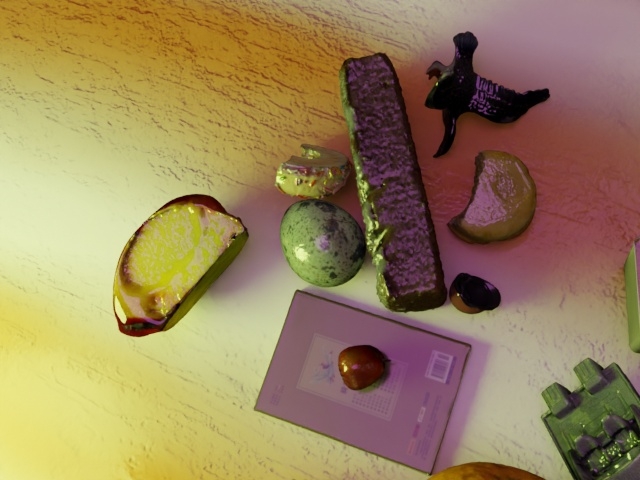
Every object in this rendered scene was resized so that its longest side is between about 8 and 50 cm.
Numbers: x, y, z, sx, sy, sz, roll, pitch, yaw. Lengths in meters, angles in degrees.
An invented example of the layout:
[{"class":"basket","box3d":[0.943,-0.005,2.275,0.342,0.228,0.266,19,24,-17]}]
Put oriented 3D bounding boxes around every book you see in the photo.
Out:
[{"class":"book","box3d":[0.065,0.224,1.308,0.310,0.021,0.217,17,80,17]}]

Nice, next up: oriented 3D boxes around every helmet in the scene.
[{"class":"helmet","box3d":[0.241,0.093,1.286,0.084,0.049,0.065,24,47,-8]}]

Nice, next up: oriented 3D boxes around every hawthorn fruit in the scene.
[{"class":"hawthorn fruit","box3d":[0.063,0.197,1.269,0.077,0.077,0.077,-3,75,12]}]

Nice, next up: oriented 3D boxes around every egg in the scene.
[{"class":"egg","box3d":[0.000,0.000,1.325,0.132,0.132,0.172,-40,55,1]}]

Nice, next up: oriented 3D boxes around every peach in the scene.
[{"class":"peach","box3d":[-0.249,0.041,1.361,0.159,0.154,0.267,38,92,11]}]

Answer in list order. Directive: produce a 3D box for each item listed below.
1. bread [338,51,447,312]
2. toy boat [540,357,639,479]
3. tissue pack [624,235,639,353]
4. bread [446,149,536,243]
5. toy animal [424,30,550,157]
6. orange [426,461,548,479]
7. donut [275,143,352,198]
[{"class":"bread","box3d":[0.112,-0.092,1.307,0.113,0.165,0.416,-12,72,5]},{"class":"toy boat","box3d":[0.411,0.305,1.091,0.141,0.092,0.319,-43,33,18]},{"class":"tissue pack","box3d":[0.578,0.082,1.163,0.246,0.136,0.159,-2,74,12]},{"class":"bread","box3d":[0.288,-0.063,1.300,0.125,0.086,0.156,23,85,8]},{"class":"toy animal","box3d":[0.237,-0.237,1.349,0.272,0.197,0.160,4,50,-29]},{"class":"orange","box3d":[0.228,0.447,1.059,0.312,0.312,0.312,-3,75,12]},{"class":"donut","box3d":[-0.003,-0.113,1.351,0.108,0.166,0.065,13,110,10]}]
